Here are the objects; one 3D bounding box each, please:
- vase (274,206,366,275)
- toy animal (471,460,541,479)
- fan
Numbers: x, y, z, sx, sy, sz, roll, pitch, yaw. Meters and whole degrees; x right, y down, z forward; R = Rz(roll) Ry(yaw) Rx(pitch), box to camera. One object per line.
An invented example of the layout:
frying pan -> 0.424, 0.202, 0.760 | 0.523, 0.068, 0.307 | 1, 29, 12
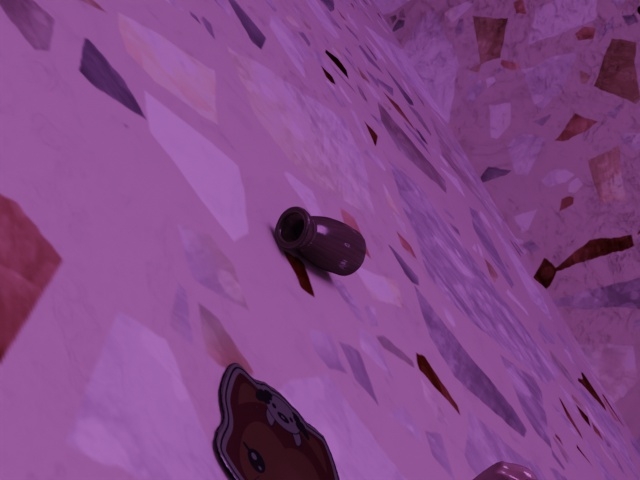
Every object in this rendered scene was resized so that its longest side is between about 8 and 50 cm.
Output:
vase -> 0.000, 0.000, 0.907 | 0.100, 0.053, 0.053 | 24, 33, -51
toy animal -> 0.185, 0.294, 0.731 | 0.213, 0.124, 0.124 | 60, 17, -2
fan -> -0.023, 0.173, 0.582 | 0.132, 0.009, 0.220 | 42, 19, -26
